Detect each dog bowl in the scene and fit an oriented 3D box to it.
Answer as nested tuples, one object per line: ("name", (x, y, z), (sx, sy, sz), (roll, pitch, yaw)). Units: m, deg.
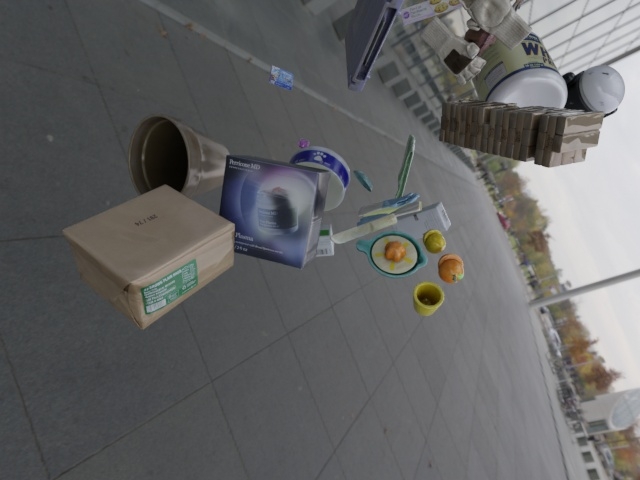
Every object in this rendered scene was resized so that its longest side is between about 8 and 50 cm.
("dog bowl", (-0.016, -0.248, 1.747), (0.265, 0.264, 0.104), (51, 41, -32))

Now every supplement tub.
("supplement tub", (0.622, -0.522, 1.375), (0.235, 0.235, 0.325), (43, 37, -43))

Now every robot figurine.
("robot figurine", (0.905, -0.491, 1.496), (0.209, 0.278, 0.174), (-17, 86, -25))

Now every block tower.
("block tower", (0.372, -0.225, 0.858), (0.335, 0.097, 0.091), (-136, -141, -60))

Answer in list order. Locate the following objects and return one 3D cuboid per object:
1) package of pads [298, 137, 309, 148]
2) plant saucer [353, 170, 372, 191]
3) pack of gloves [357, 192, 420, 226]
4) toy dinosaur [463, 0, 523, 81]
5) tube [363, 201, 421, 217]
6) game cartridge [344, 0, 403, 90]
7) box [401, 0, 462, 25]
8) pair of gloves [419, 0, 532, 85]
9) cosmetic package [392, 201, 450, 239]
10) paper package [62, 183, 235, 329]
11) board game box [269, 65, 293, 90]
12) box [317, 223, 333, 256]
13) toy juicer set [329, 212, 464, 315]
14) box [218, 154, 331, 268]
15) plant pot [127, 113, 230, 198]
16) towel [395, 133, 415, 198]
("package of pads", (-0.076, -0.441, 1.943), (0.083, 0.050, 0.032), (-95, -162, -68))
("plant saucer", (0.189, -0.263, 1.851), (0.119, 0.021, 0.119), (49, 0, 0))
("pack of gloves", (0.244, -0.097, 1.513), (0.195, 0.231, 0.046), (-62, 132, -62))
("toy dinosaur", (0.478, -0.611, 1.185), (0.127, 0.296, 0.200), (13, 12, -18))
("tube", (0.296, -0.126, 1.759), (0.070, 0.239, 0.062), (-71, 152, -65))
("game cartridge", (0.149, -0.638, 1.222), (0.355, 0.068, 0.231), (123, -28, -64))
("box", (0.495, -0.972, 1.761), (0.063, 0.323, 0.067), (-60, 137, -58))
("pair of gloves", (0.405, -0.552, 1.140), (0.204, 0.240, 0.042), (43, 55, -14))
("cosmetic package", (0.442, -0.076, 1.890), (0.085, 0.231, 0.118), (-39, 104, -52))
("paper package", (-0.441, 0.023, 1.143), (0.324, 0.309, 0.168), (-37, 144, -42))
("board game box", (-0.151, -0.628, 1.647), (0.090, 0.020, 0.090), (15, 51, -20))
("box", (0.000, 0.000, 1.721), (0.087, 0.101, 0.102), (-85, 169, -53))
("toy juicer set", (0.206, 0.014, 1.053), (0.329, 0.209, 0.090), (41, -24, 27))
("box", (-0.148, -0.098, 1.331), (0.182, 0.296, 0.294), (-33, 134, -74))
("plant pot", (-0.495, -0.287, 1.587), (0.280, 0.323, 0.324), (-12, 79, -59))
("towel", (0.410, -0.360, 2.056), (0.325, 0.038, 0.248), (-64, 167, -59))
